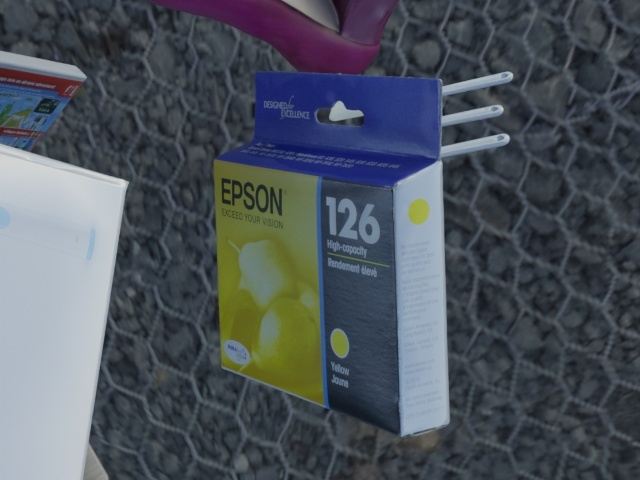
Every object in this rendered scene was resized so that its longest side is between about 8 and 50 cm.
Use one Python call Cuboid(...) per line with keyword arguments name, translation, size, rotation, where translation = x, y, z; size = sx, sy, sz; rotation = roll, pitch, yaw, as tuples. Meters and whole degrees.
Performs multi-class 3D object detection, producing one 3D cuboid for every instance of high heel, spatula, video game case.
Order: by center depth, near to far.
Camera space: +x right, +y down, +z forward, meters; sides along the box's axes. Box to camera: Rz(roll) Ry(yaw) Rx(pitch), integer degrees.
Cuboid(name="high heel", translation=(-0.097, -0.225, 1.309), size=(0.377, 0.181, 0.127), rotation=(6, 51, -28))
Cuboid(name="video game case", translation=(-0.398, -0.088, 1.444), size=(0.025, 0.204, 0.285), rotation=(44, 105, 14))
Cuboid(name="spatula", translation=(0.116, -0.143, 1.587), size=(0.242, 0.019, 0.168), rotation=(-11, 40, 23))

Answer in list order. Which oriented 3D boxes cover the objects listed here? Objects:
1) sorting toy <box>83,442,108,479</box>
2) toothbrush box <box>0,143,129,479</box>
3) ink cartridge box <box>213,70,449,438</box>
Cuboid(name="sorting toy", translation=(-0.431, 0.255, 1.589), size=(0.257, 0.089, 0.255), rotation=(-30, 93, -8))
Cuboid(name="toothbrush box", translation=(-0.195, 0.106, 0.505), size=(0.126, 0.295, 0.216), rotation=(16, 62, -24))
Cuboid(name="ink cartridge box", translation=(0.000, 0.000, 1.225), size=(0.072, 0.303, 0.307), rotation=(-11, 103, -33))
